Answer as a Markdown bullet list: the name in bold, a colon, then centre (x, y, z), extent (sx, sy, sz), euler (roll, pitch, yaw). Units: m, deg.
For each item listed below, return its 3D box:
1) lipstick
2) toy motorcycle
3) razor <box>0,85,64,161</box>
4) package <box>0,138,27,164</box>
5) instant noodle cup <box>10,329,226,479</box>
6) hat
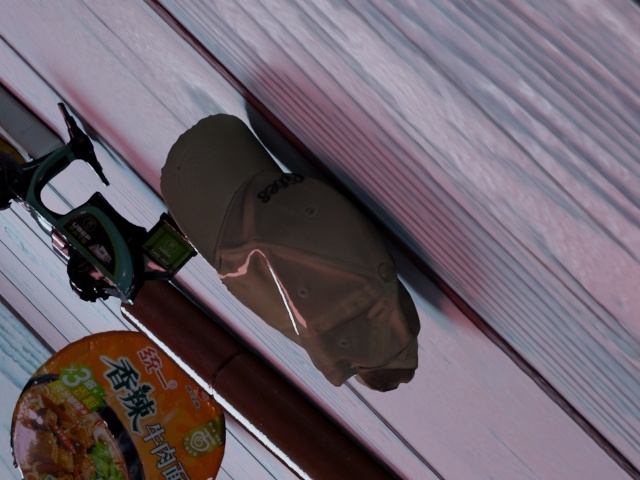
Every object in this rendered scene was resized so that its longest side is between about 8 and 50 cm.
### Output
- **lipstick**: centre (-0.042, 0.146, 1.451), extent (0.357, 0.057, 0.057), euler (39, 165, 29)
- **toy motorcycle**: centre (-0.186, -0.022, 1.312), extent (0.173, 0.100, 0.058), euler (43, 166, 4)
- **razor**: centre (-0.327, -0.150, 1.499), extent (0.278, 0.056, 0.111), euler (33, 164, 22)
- **package**: centre (-0.341, -0.067, 1.725), extent (0.047, 0.071, 0.131), euler (52, 168, -10)
- **instant noodle cup**: centre (-0.227, 0.205, 1.893), extent (0.230, 0.230, 0.182), euler (48, 177, -8)
- **hat**: centre (-0.006, -0.001, 0.897), extent (0.122, 0.081, 0.166), euler (-3, -126, -54)
